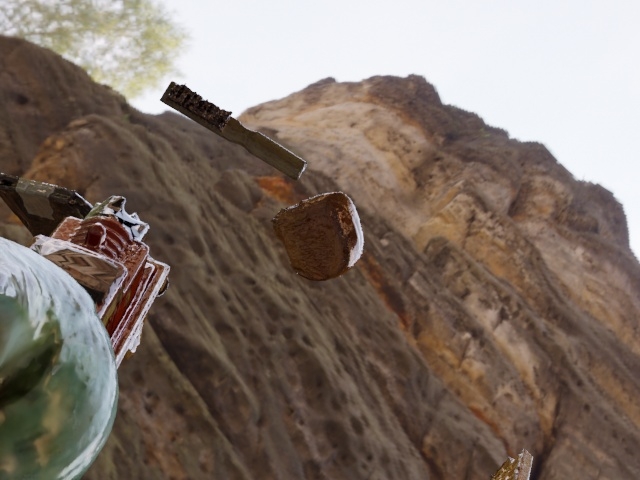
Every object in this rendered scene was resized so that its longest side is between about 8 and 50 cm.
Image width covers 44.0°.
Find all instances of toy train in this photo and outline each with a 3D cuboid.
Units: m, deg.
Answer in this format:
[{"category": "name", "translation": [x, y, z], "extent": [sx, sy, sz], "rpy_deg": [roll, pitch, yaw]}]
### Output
[{"category": "toy train", "translation": [-0.299, 0.088, 0.949], "extent": [0.163, 0.369, 0.231], "rpy_deg": [21, -58, -5]}]

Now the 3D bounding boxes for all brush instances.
[{"category": "brush", "translation": [-0.130, -0.171, 1.231], "extent": [0.248, 0.043, 0.036], "rpy_deg": [31, -14, -12]}]

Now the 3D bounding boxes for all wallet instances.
[{"category": "wallet", "translation": [-0.399, -0.004, 1.315], "extent": [0.221, 0.071, 0.262], "rpy_deg": [15, -30, 37]}]

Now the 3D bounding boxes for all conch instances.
[{"category": "conch", "translation": [-0.191, 0.075, 0.420], "extent": [0.122, 0.175, 0.188], "rpy_deg": [6, -53, 19]}]

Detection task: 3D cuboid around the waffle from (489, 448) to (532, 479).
[{"category": "waffle", "translation": [0.233, 0.333, 1.045], "extent": [0.021, 0.092, 0.135], "rpy_deg": [35, -59, 7]}]

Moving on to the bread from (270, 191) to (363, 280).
[{"category": "bread", "translation": [0.000, 0.000, 1.162], "extent": [0.126, 0.044, 0.129], "rpy_deg": [-17, -59, 8]}]
